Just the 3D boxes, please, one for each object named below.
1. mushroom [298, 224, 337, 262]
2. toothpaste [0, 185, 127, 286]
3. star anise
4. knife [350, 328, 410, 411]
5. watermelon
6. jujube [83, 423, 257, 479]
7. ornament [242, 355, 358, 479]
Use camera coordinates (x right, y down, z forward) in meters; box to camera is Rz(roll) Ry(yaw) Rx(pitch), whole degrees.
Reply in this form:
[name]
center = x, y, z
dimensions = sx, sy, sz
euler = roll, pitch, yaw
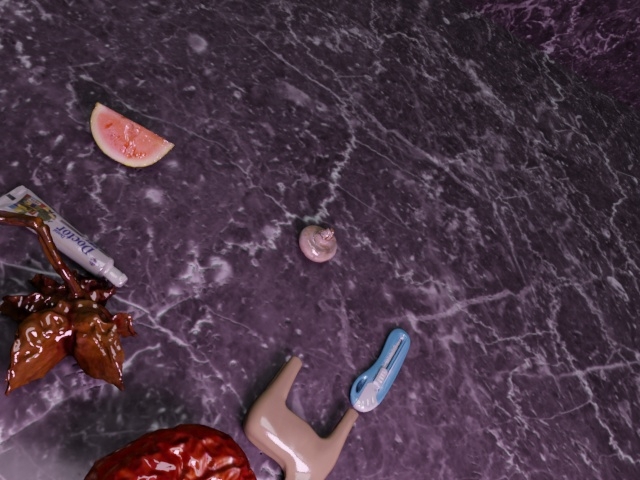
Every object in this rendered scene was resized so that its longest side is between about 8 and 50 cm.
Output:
[mushroom]
center = 0.000, 0.000, 1.338
dimensions = 0.085, 0.079, 0.085
euler = 16, 54, -23
[toothpaste]
center = -0.435, -0.003, 1.102
dimensions = 0.255, 0.037, 0.067
euler = 37, 46, 2
[star anise]
center = -0.409, 0.092, 0.973
dimensions = 0.346, 0.148, 0.237
euler = 54, 45, -1
[knife]
center = 0.122, 0.248, 1.268
dimensions = 0.064, 0.031, 0.222
euler = 39, 46, 3
[watermelon]
center = -0.370, -0.197, 1.262
dimensions = 0.163, 0.087, 0.069
euler = 30, 16, -12
[jujube]
center = -0.199, 0.363, 0.876
dimensions = 0.232, 0.213, 0.212
euler = -9, 64, -35
[ornament]
center = -0.030, 0.350, 1.079
dimensions = 0.230, 0.061, 0.245
euler = 41, 45, -2
